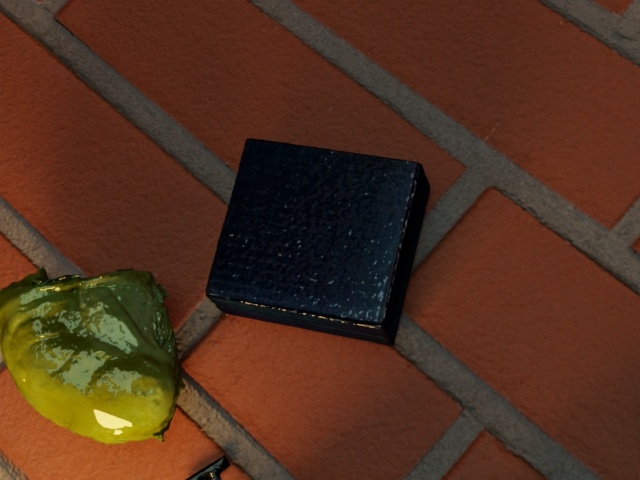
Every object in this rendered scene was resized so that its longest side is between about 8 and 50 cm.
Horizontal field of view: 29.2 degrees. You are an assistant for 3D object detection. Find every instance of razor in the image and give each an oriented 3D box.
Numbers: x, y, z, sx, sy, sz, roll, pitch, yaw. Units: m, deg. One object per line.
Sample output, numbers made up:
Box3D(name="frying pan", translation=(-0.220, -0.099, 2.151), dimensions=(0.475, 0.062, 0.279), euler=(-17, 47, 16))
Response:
Box3D(name="razor", translation=(-0.119, 0.435, 1.762), dimensions=(0.082, 0.042, 0.253), euler=(-31, 67, 1))

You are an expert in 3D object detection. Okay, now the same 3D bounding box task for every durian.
Box3D(name="durian", translation=(-0.343, 0.161, 1.829), dimensions=(0.256, 0.204, 0.339), euler=(-27, 68, 16))

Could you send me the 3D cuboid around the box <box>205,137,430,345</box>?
Box3D(name="box", translation=(0.000, 0.000, 1.849), dimensions=(0.279, 0.116, 0.261), euler=(9, 72, 18))
